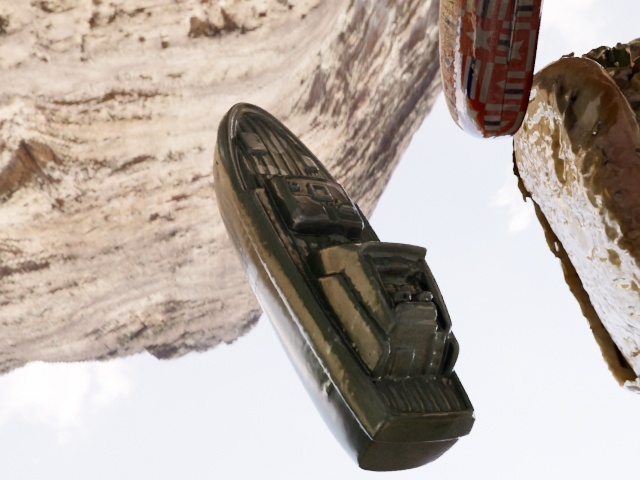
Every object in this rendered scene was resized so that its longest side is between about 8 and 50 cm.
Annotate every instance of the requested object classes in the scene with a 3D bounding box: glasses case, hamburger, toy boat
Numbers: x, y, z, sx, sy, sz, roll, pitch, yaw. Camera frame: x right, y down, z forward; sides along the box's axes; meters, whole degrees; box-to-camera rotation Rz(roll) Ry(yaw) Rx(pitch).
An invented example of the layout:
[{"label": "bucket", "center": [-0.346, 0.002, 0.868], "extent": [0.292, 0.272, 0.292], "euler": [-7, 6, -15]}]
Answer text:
[{"label": "glasses case", "center": [0.098, -0.158, 0.504], "extent": [0.049, 0.073, 0.195], "euler": [-4, -67, -15]}, {"label": "hamburger", "center": [0.230, -0.022, 0.594], "extent": [0.146, 0.286, 0.243], "euler": [-16, -64, -2]}, {"label": "toy boat", "center": [0.000, 0.000, 0.455], "extent": [0.078, 0.085, 0.261], "euler": [5, -143, -32]}]
